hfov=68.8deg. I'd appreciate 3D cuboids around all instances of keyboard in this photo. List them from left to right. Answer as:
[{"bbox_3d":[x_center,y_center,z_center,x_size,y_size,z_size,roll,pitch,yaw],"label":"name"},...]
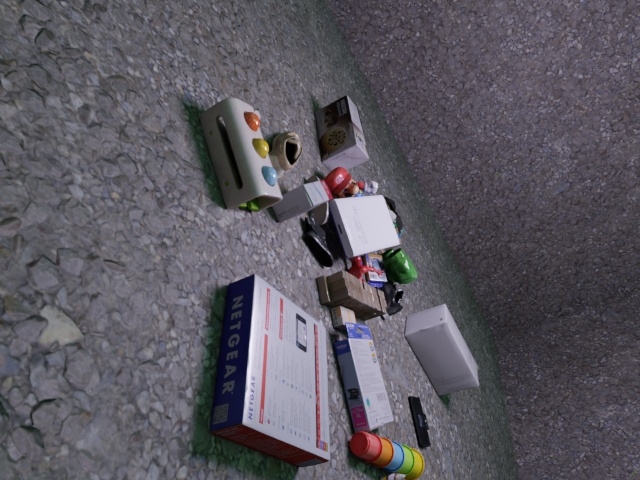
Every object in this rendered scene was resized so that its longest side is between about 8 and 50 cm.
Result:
[{"bbox_3d":[0.376,0.683,1.763,0.108,0.023,0.180,27,46,-47],"label":"keyboard"}]

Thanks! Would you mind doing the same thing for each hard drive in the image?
[{"bbox_3d":[0.167,-0.059,1.723,0.319,0.040,0.210,-11,80,-51],"label":"hard drive"}]

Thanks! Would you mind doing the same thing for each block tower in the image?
[{"bbox_3d":[0.117,0.190,1.564,0.336,0.097,0.090,29,43,-53],"label":"block tower"}]

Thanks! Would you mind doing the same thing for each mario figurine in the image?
[{"bbox_3d":[0.135,-0.161,1.827,0.320,0.170,0.197,44,34,-45],"label":"mario figurine"}]

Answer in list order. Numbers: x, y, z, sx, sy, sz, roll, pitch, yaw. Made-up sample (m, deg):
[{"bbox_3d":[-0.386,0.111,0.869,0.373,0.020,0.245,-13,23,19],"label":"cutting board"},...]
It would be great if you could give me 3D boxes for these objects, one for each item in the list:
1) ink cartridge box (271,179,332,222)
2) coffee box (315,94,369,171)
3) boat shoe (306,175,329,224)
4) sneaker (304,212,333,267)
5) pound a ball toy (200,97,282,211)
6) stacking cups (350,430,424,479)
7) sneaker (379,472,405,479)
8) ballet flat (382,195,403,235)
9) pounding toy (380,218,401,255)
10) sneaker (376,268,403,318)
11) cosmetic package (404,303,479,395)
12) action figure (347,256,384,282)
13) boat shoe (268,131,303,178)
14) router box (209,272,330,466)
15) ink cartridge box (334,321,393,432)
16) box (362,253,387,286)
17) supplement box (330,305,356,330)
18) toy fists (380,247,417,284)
[{"bbox_3d":[-0.056,-0.124,1.433,0.072,0.128,0.175,65,23,-2],"label":"ink cartridge box"},{"bbox_3d":[0.088,-0.447,1.980,0.119,0.168,0.296,38,37,-48],"label":"coffee box"},{"bbox_3d":[0.002,-0.136,1.637,0.065,0.075,0.205,32,36,-48],"label":"boat shoe"},{"bbox_3d":[-0.002,0.001,1.532,0.170,0.051,0.089,53,31,-21],"label":"sneaker"},{"bbox_3d":[-0.185,-0.243,1.260,0.208,0.136,0.318,4,66,-64],"label":"pound a ball toy"},{"bbox_3d":[0.191,0.614,1.356,0.316,0.096,0.095,43,33,-39],"label":"stacking cups"},{"bbox_3d":[0.230,0.753,1.309,0.070,0.084,0.185,0,68,-65],"label":"sneaker"},{"bbox_3d":[0.337,-0.127,2.333,0.096,0.095,0.280,40,24,-29],"label":"ballet flat"},{"bbox_3d":[0.303,-0.014,2.138,0.181,0.094,0.205,31,42,-54],"label":"pounding toy"},{"bbox_3d":[0.285,0.201,1.893,0.078,0.106,0.234,44,32,-43],"label":"sneaker"},{"bbox_3d":[0.539,0.487,2.068,0.365,0.197,0.155,61,24,-16],"label":"cosmetic package"},{"bbox_3d":[0.146,0.055,1.743,0.139,0.092,0.280,22,49,-46],"label":"action figure"},{"bbox_3d":[-0.102,-0.290,1.520,0.109,0.098,0.302,58,25,-20],"label":"boat shoe"},{"bbox_3d":[-0.095,0.289,1.040,0.301,0.082,0.335,45,32,-40],"label":"router box"},{"bbox_3d":[0.128,0.411,1.429,0.186,0.065,0.310,23,51,-58],"label":"ink cartridge box"},{"bbox_3d":[0.219,0.120,1.877,0.081,0.028,0.136,7,55,-24],"label":"box"},{"bbox_3d":[0.075,0.250,1.491,0.098,0.036,0.062,31,42,-54],"label":"supplement box"},{"bbox_3d":[0.323,0.115,1.957,0.142,0.096,0.279,53,-6,-2],"label":"toy fists"}]
